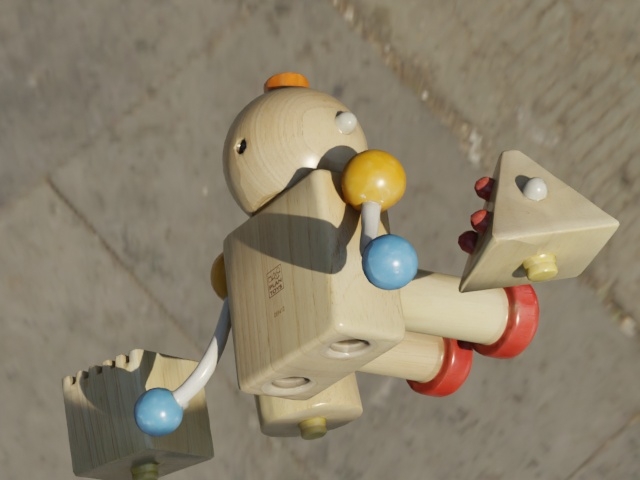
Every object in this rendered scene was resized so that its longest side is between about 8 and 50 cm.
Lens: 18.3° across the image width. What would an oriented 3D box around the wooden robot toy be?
[{"bbox_3d":[0.000,0.000,0.491,0.076,0.173,0.079,6,63,-39],"label":"wooden robot toy"}]
